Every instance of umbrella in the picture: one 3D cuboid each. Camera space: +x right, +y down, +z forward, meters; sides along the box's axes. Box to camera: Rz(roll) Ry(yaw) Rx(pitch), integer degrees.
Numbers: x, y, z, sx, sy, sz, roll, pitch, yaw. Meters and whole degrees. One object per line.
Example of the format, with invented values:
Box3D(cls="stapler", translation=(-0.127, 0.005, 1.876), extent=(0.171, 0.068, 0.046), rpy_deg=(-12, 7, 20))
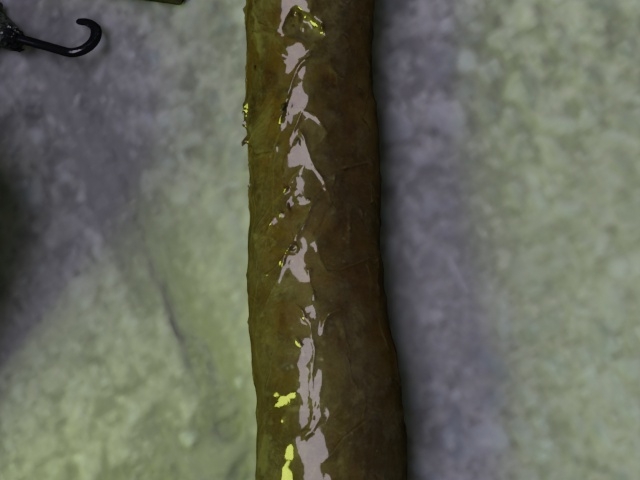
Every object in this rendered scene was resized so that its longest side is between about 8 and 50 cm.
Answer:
Box3D(cls="umbrella", translation=(-0.246, -0.136, 0.908), extent=(0.269, 0.044, 0.044), rpy_deg=(13, 61, 26))

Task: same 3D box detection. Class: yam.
Box3D(cls="yam", translation=(0.000, 0.000, 0.758), extent=(0.081, 0.081, 0.357), rpy_deg=(-5, 82, 23))

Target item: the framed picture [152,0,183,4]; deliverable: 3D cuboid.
Box3D(cls="framed picture", translation=(-0.153, -0.315, 0.900), extent=(0.247, 0.022, 0.335), rpy_deg=(12, 88, 25))
